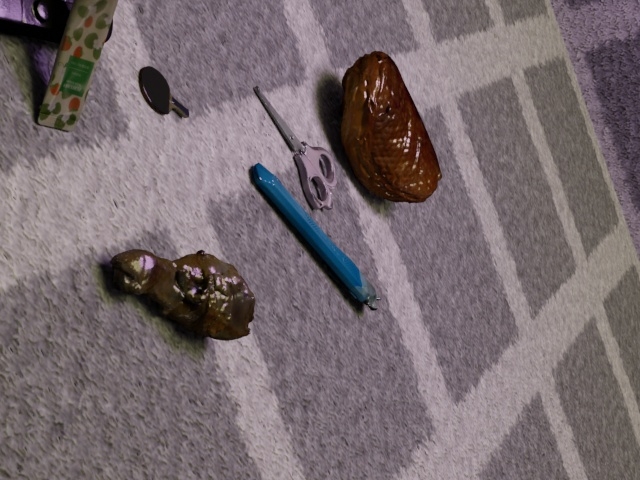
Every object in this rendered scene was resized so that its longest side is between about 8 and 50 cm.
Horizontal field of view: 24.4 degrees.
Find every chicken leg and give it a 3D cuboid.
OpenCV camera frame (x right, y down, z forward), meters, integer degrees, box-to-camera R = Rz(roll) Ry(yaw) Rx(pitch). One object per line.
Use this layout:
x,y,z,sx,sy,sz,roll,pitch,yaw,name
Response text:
-0.137,0.045,1.443,0.198,0.069,0.084,22,77,-52,chicken leg

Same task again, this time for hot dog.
0.089,-0.150,2.019,0.226,0.099,0.160,60,26,-28,hot dog

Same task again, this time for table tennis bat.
-0.166,-0.154,1.576,0.083,0.007,0.050,38,40,-50,table tennis bat

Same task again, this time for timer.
-0.268,-0.256,1.371,0.187,0.055,0.144,4,77,-60,timer

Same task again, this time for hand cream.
-0.219,-0.181,1.364,0.057,0.037,0.165,10,99,-62,hand cream

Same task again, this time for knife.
-0.002,0.001,1.809,0.296,0.026,0.044,48,30,-38,knife

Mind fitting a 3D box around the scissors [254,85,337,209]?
-0.031,-0.121,1.842,0.189,0.015,0.100,55,31,-31,scissors
